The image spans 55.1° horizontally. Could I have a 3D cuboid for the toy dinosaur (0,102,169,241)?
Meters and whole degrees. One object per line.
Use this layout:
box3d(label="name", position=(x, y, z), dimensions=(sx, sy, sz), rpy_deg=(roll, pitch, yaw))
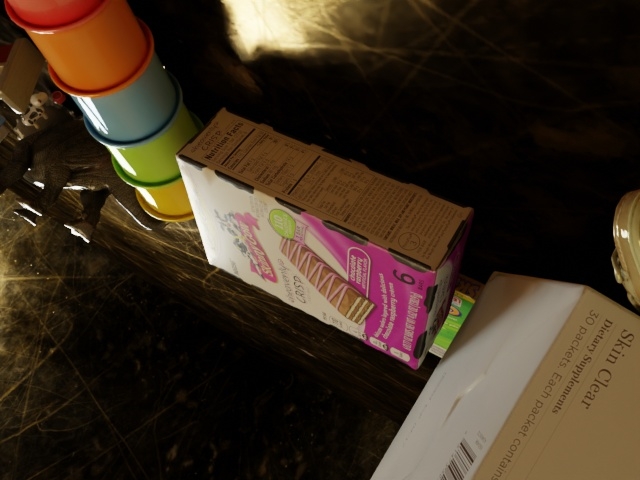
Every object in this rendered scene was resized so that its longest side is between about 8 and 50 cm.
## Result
box3d(label="toy dinosaur", position=(-0.301, -0.093, 0.749), dimensions=(0.314, 0.160, 0.121), rpy_deg=(12, 156, 33))

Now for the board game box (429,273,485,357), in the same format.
box3d(label="board game box", position=(0.110, 0.070, 0.672), dimensions=(0.124, 0.039, 0.259), rpy_deg=(26, 165, 18))

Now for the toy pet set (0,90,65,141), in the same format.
box3d(label="toy pet set", position=(-0.385, -0.168, 0.707), dimensions=(0.122, 0.114, 0.065), rpy_deg=(27, 163, 6))

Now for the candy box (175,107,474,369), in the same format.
box3d(label="candy box", position=(0.000, 0.000, 0.530), dimensions=(0.233, 0.071, 0.159), rpy_deg=(25, 148, 21))

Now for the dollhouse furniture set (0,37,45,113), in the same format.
box3d(label="dollhouse furniture set", position=(-0.401, -0.216, 0.627), dimensions=(0.184, 0.128, 0.129), rpy_deg=(0, 155, 14))

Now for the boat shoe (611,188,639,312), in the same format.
box3d(label="boat shoe", position=(0.187, 0.017, 0.341), dimensions=(0.048, 0.056, 0.153), rpy_deg=(17, 169, 48))

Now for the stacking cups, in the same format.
box3d(label="stacking cups", position=(-0.158, -0.117, 0.476), dimensions=(0.096, 0.096, 0.316), rpy_deg=(26, 164, 16))

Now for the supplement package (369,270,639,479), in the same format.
box3d(label="supplement package", position=(0.142, 0.171, 0.427), dimensions=(0.145, 0.261, 0.204), rpy_deg=(30, 180, 1))
